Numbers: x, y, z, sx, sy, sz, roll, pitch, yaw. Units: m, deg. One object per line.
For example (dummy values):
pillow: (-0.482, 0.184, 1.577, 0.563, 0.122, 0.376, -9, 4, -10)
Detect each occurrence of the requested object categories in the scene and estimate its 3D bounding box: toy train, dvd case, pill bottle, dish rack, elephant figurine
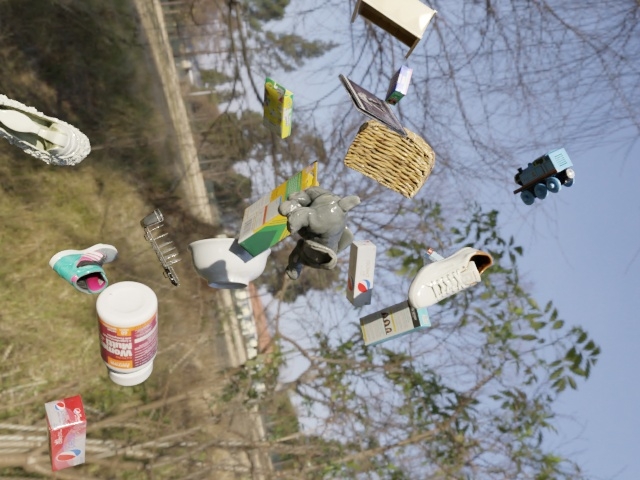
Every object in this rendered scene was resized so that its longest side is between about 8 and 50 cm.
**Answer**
toy train: (0.584, -0.165, 1.592, 0.105, 0.080, 0.184, 66, -27, 6)
dvd case: (0.156, -0.397, 1.791, 0.018, 0.221, 0.165, -44, -132, 26)
pill bottle: (-0.410, 0.204, 1.291, 0.121, 0.121, 0.221, -113, -153, -46)
dish rack: (-0.543, 0.031, 2.101, 0.272, 0.074, 0.208, 65, -17, -8)
elephant figurine: (0.000, 0.000, 1.468, 0.186, 0.169, 0.239, 38, -32, 54)

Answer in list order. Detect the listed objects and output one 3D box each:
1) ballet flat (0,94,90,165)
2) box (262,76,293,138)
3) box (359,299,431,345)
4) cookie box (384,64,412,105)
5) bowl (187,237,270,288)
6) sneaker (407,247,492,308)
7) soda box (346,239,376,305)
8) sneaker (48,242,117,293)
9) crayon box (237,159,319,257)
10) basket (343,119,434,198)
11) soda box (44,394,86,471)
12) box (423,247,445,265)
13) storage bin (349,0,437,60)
ballet flat: (-0.865, -0.326, 1.841, 0.409, 0.147, 0.147, 22, 45, -52)
box: (-0.140, -0.438, 1.980, 0.105, 0.043, 0.179, 38, -38, 29)
box: (0.248, 0.276, 2.046, 0.244, 0.060, 0.101, -27, -114, 37)
cookie box: (0.250, -0.496, 1.945, 0.107, 0.040, 0.092, 150, -42, -76)
bowl: (-0.322, 0.094, 2.126, 0.298, 0.297, 0.134, 122, -31, -71)
sneaker: (0.379, 0.104, 1.747, 0.123, 0.290, 0.106, 7, -54, 59)
soda box: (0.137, 0.110, 2.056, 0.074, 0.069, 0.216, -135, -135, -64)
sneaker: (-0.848, 0.109, 2.280, 0.178, 0.295, 0.124, 44, -65, 15)
crayon box: (-0.114, -0.104, 1.974, 0.083, 0.323, 0.203, 46, 25, -27)
basket: (0.270, -0.320, 2.229, 0.213, 0.299, 0.223, -64, 170, 20)
soda box: (-0.692, 0.527, 1.646, 0.083, 0.092, 0.263, 61, -35, 32)
box: (0.501, 0.112, 2.488, 0.159, 0.044, 0.233, 36, -4, 14)
storage bin: (0.260, -0.818, 2.232, 0.123, 0.262, 0.260, -58, -177, -4)
